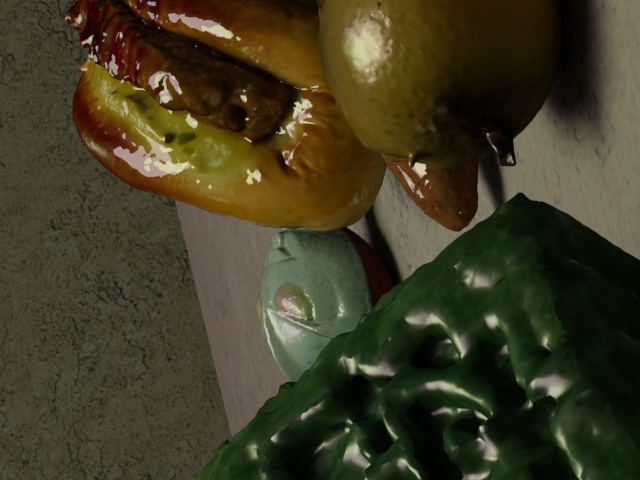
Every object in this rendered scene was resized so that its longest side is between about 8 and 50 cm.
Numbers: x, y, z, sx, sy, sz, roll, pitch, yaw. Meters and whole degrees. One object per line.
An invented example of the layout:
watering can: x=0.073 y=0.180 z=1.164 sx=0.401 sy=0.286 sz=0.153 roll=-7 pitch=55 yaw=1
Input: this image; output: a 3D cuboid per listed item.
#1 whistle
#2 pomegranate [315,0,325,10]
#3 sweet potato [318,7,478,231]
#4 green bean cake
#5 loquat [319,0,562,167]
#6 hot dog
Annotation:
whistle: x=0.001 y=0.000 z=1.767 sx=0.142 sy=0.134 sz=0.346 roll=118 pitch=148 yaw=-78
pomegranate: x=0.053 y=-0.195 z=1.288 sx=0.130 sy=0.130 sz=0.130 roll=167 pitch=90 yaw=-79
sweet potato: x=0.061 y=-0.125 z=1.381 sx=0.097 sy=0.097 sz=0.251 roll=110 pitch=142 yaw=-70
green bean cake: x=0.093 y=0.171 z=0.990 sx=0.169 sy=0.300 sz=0.308 roll=29 pitch=-155 yaw=-41
loquat: x=0.072 y=-0.138 z=1.162 sx=0.172 sy=0.149 sz=0.204 roll=87 pitch=178 yaw=-56
hot dog: x=-0.099 y=-0.155 z=1.635 sx=0.405 sy=0.223 sz=0.185 roll=-133 pitch=48 yaw=-57
